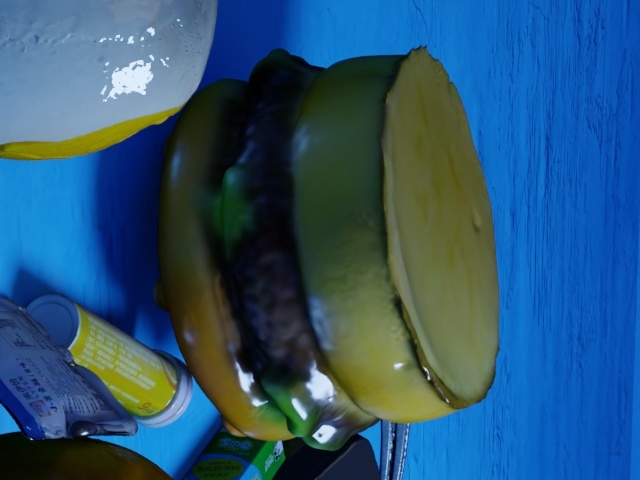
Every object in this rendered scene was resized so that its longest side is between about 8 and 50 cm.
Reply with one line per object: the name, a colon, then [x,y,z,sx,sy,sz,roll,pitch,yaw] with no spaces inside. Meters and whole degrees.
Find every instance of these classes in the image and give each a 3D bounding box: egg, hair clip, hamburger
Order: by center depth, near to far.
egg: [-0.183,-0.211,1.389,0.337,0.201,0.337,5,90,-69]
hamburger: [0.000,0.000,1.753,0.396,0.277,0.396,-8,90,-71]
hair clip: [0.099,0.266,2.375,0.083,0.048,0.275,-36,130,-65]

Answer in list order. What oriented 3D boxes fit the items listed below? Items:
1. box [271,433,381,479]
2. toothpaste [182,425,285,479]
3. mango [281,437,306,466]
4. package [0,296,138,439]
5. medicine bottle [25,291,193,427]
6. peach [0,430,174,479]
box: [0.000,0.388,2.073,0.211,0.058,0.350,-39,137,-25]
toothpaste: [-0.122,0.283,1.839,0.267,0.065,0.050,-52,139,-50]
mango: [-0.004,0.256,2.099,0.114,0.080,0.060,19,95,-48]
package: [-0.238,0.097,1.410,0.027,0.171,0.173,-50,159,14]
medicine bottle: [-0.194,0.110,1.613,0.218,0.074,0.074,42,58,-61]
peach: [-0.202,0.277,1.390,0.281,0.281,0.238,-61,147,-41]
